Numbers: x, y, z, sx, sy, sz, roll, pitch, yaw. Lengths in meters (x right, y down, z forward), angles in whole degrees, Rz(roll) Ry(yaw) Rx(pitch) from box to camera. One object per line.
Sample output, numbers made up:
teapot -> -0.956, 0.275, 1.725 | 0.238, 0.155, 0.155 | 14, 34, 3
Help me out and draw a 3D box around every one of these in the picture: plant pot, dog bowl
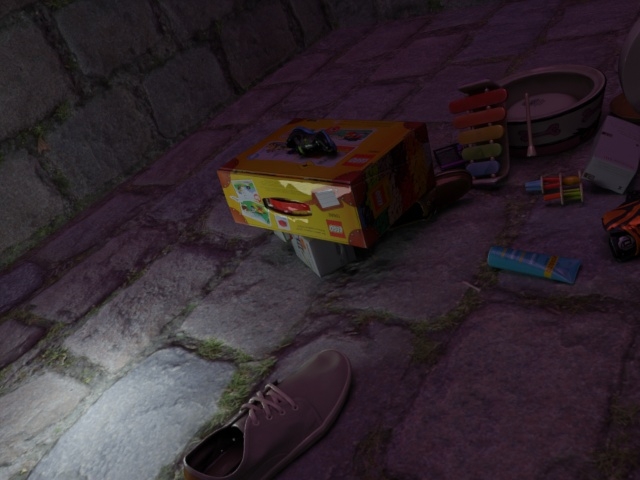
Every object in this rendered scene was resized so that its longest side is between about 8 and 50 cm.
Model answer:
plant pot -> 1.030, -0.424, 1.905 | 0.236, 0.032, 0.236 | -16, 30, 10
dog bowl -> 0.709, -0.416, 1.980 | 0.407, 0.150, 0.408 | -16, 31, 10

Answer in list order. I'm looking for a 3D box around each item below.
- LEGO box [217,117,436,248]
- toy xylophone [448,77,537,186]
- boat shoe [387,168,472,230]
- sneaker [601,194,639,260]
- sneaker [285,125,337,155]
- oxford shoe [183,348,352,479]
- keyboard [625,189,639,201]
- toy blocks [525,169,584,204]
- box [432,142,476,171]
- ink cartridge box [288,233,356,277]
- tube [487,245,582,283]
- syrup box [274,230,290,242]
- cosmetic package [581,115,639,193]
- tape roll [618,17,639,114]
LEGO box -> 0.018, -0.188, 1.764 | 0.500, 0.193, 0.372 | 12, 40, 40
toy xylophone -> 0.514, -0.328, 1.832 | 0.081, 0.323, 0.236 | -7, -5, -41
boat shoe -> 0.309, -0.106, 1.797 | 0.307, 0.111, 0.104 | -24, 34, 14
sneaker -> 0.749, -0.002, 1.348 | 0.180, 0.125, 0.321 | -27, 20, -1
sneaker -> -0.025, -0.258, 1.657 | 0.188, 0.067, 0.078 | 22, 67, 46
oxford shoe -> -0.099, 0.370, 1.265 | 0.449, 0.130, 0.169 | -39, 33, -29
keyboard -> 0.854, -0.101, 1.512 | 0.180, 0.023, 0.108 | -1, 36, 33
toy blocks -> 0.639, -0.139, 1.677 | 0.148, 0.054, 0.123 | -7, 33, 24
box -> 0.448, -0.276, 2.042 | 0.116, 0.029, 0.162 | -16, 32, 8
ink cartridge box -> 0.000, 0.000, 1.784 | 0.127, 0.128, 0.176 | -27, 30, -15
tube -> 0.508, 0.056, 1.464 | 0.207, 0.052, 0.080 | 11, 53, 34
syrup box -> -0.048, -0.101, 2.012 | 0.236, 0.093, 0.096 | -31, 31, -16
cosmetic package -> 0.799, -0.237, 1.662 | 0.117, 0.086, 0.231 | 24, 46, 13
tape roll -> 1.025, -0.493, 1.664 | 0.391, 0.392, 0.072 | -9, 33, 20
